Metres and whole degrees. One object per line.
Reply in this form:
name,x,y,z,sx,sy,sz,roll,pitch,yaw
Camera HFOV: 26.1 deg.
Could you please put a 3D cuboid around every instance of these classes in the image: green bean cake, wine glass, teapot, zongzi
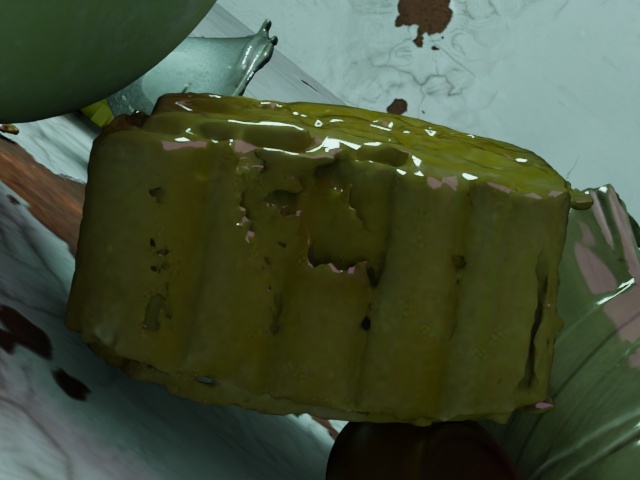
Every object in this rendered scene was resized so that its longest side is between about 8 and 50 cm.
green bean cake,0.000,0.000,0.672,0.224,0.131,0.229,7,7,-6
wine glass,-0.164,-0.139,0.939,0.232,0.156,0.156,33,10,-7
teapot,0.048,0.130,0.669,0.129,0.078,0.098,30,55,-36
zongzi,0.266,0.212,0.854,0.447,0.181,0.418,34,25,-40

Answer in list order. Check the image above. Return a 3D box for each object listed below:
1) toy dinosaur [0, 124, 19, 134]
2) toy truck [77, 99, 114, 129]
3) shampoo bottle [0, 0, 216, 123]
toy dinosaur,-0.232,-0.108,0.868,0.113,0.026,0.041,45,25,-16
toy truck,-0.215,-0.178,1.057,0.227,0.098,0.114,37,15,-12
shampoo bottle,-0.203,-0.226,0.666,0.317,0.322,0.322,31,5,29
